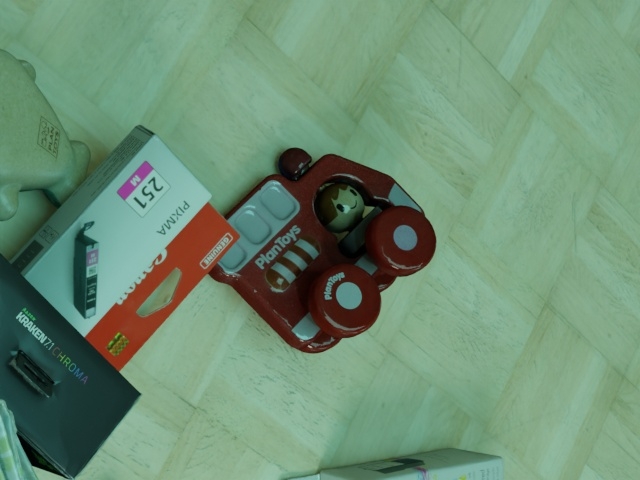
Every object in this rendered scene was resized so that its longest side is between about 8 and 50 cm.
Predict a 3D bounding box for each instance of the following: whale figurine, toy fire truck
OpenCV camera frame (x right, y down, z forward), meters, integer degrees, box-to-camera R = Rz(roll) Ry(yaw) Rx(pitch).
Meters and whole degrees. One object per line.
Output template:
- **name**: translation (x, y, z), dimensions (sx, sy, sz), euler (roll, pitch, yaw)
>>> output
- **whale figurine**: translation (-0.393, -0.119, 1.546), dimensions (0.272, 0.141, 0.216), euler (36, 49, -55)
- **toy fire truck**: translation (0.000, 0.000, 1.813), dimensions (0.254, 0.169, 0.302), euler (46, 66, -4)

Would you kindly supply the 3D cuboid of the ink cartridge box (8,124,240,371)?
- **ink cartridge box**: translation (-0.243, 0.031, 1.617), dimensions (0.275, 0.060, 0.239), euler (-49, 128, -9)

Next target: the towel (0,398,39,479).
- **towel**: translation (-0.434, 0.331, 1.374), dimensions (0.090, 0.374, 0.321), euler (-46, 118, -58)

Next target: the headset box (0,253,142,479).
- **headset box**: translation (-0.373, 0.136, 1.452), dimensions (0.246, 0.283, 0.131), euler (50, 63, -26)

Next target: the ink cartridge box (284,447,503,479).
- **ink cartridge box**: translation (0.113, 0.440, 1.912), dimensions (0.353, 0.119, 0.207), euler (-3, 92, -36)
